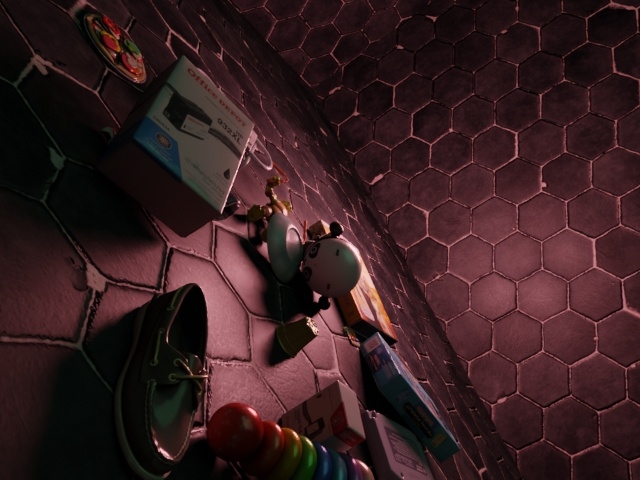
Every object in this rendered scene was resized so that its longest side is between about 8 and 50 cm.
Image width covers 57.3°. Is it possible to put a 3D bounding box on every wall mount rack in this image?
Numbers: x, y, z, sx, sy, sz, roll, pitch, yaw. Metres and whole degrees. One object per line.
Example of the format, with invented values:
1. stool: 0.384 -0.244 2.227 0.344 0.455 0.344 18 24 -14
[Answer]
1. wall mount rack: -0.283 -0.332 1.687 0.350 0.130 0.304 52 20 -21

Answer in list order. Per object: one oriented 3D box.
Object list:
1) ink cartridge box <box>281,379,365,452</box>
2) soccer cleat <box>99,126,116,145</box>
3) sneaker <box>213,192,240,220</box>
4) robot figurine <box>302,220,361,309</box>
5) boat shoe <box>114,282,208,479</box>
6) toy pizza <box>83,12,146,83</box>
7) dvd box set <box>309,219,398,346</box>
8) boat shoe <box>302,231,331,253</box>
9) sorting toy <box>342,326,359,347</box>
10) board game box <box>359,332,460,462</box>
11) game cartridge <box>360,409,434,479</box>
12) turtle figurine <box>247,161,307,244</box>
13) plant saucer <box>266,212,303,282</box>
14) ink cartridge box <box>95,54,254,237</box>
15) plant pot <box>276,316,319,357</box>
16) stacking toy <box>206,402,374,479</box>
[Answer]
1. ink cartridge box: 0.002 0.358 1.124 0.063 0.150 0.109 42 21 -34
2. soccer cleat: -0.409 -0.189 1.171 0.083 0.029 0.035 58 30 -3
3. sneaker: -0.252 -0.134 1.411 0.163 0.086 0.226 47 24 -4
4. robot figurine: 0.028 0.072 1.697 0.209 0.173 0.278 60 1 -3
5. boat shoe: -0.219 0.189 0.865 0.117 0.096 0.324 48 18 -33
6. toy pizza: -0.501 -0.481 1.455 0.201 0.032 0.201 51 16 -21
7. dvd box set: 0.117 0.155 2.069 0.307 0.062 0.421 38 24 -52
8. boat shoe: 0.000 0.000 1.922 0.065 0.075 0.206 34 31 14
9. sorting toy: 0.095 0.294 1.810 0.083 0.012 0.062 36 26 -54
10. board game box: 0.265 0.471 1.776 0.336 0.079 0.254 52 4 -20
11. game cartridge: 0.208 0.573 1.533 0.294 0.060 0.196 42 18 -45
12. turtle figurine: -0.137 -0.088 1.700 0.270 0.087 0.217 70 23 -11
13. plant saucer: -0.087 0.017 1.604 0.195 0.037 0.195 -9 90 -68
14. ink cartridge box: -0.282 -0.198 1.208 0.223 0.129 0.308 42 37 -28
15. plant pot: -0.049 0.219 1.379 0.083 0.079 0.083 50 17 -21
16. stacking toy: -0.056 0.371 0.984 0.330 0.141 0.141 43 20 -27
